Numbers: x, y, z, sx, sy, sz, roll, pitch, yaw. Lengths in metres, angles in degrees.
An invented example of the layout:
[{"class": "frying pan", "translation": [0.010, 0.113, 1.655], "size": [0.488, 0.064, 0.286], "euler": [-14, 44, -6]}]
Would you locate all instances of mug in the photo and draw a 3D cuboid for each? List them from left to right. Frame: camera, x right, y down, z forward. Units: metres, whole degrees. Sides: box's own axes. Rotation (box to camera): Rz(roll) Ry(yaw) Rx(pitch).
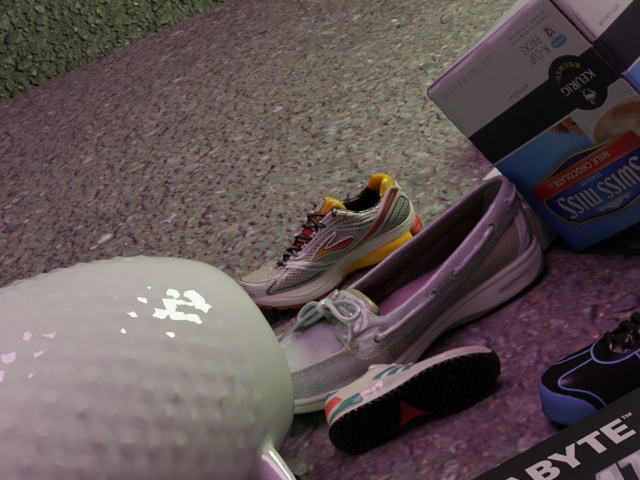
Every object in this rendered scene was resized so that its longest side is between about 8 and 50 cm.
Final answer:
[{"class": "mug", "translation": [-0.165, 0.187, 0.935], "size": [0.328, 0.276, 0.374], "euler": [-29, 53, -30]}]

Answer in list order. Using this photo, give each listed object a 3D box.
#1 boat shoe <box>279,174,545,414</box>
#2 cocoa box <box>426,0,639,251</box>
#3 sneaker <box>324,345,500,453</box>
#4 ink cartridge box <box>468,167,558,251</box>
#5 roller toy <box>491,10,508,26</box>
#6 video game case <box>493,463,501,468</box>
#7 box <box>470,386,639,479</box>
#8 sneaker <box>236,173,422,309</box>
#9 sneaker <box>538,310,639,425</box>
[{"class": "boat shoe", "translation": [0.069, 0.053, 1.150], "size": [0.320, 0.103, 0.118], "euler": [-29, 24, -14]}, {"class": "cocoa box", "translation": [0.324, -0.201, 1.175], "size": [0.347, 0.228, 0.231], "euler": [-46, 4, -28]}, {"class": "sneaker", "translation": [0.075, 0.123, 1.054], "size": [0.161, 0.057, 0.075], "euler": [-26, 29, 1]}, {"class": "ink cartridge box", "translation": [0.220, -0.045, 1.278], "size": [0.099, 0.056, 0.135], "euler": [0, 32, 44]}, {"class": "roller toy", "translation": [0.308, -0.231, 1.480], "size": [0.191, 0.146, 0.209], "euler": [-16, 25, 19]}, {"class": "video game case", "translation": [0.129, 0.245, 0.786], "size": [0.206, 0.026, 0.227], "euler": [-36, 26, -26]}, {"class": "box", "translation": [0.214, 0.175, 0.518], "size": [0.293, 0.295, 0.073], "euler": [-28, 26, -9]}, {"class": "sneaker", "translation": [0.000, 0.000, 1.341], "size": [0.225, 0.092, 0.088], "euler": [-31, 24, -15]}, {"class": "sneaker", "translation": [0.275, 0.070, 0.940], "size": [0.232, 0.090, 0.081], "euler": [-19, 24, 9]}]
